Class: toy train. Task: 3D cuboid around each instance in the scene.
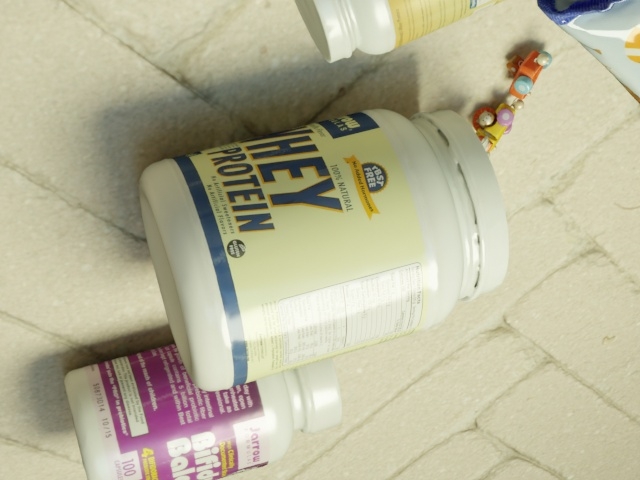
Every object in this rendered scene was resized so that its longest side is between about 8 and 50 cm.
[{"bbox_3d":[0.184,-0.136,1.180,0.166,0.046,0.125,-51,169,-27],"label":"toy train"}]

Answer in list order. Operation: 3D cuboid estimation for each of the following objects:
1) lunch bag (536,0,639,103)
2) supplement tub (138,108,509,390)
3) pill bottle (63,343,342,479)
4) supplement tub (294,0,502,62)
[{"bbox_3d":[0.312,-0.281,0.895,0.239,0.385,0.328,-20,147,33],"label":"lunch bag"},{"bbox_3d":[0.000,0.000,1.106,0.325,0.235,0.235,-15,137,-13],"label":"supplement tub"},{"bbox_3d":[-0.135,0.198,1.286,0.302,0.169,0.169,-14,137,-14],"label":"pill bottle"},{"bbox_3d":[0.075,-0.251,0.960,0.200,0.144,0.144,-24,138,-4],"label":"supplement tub"}]
